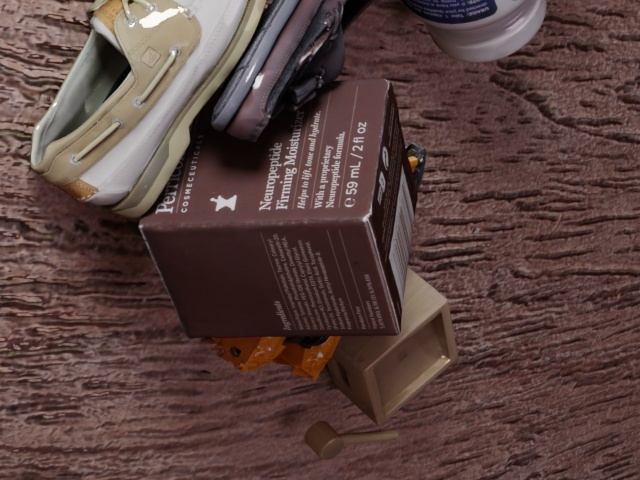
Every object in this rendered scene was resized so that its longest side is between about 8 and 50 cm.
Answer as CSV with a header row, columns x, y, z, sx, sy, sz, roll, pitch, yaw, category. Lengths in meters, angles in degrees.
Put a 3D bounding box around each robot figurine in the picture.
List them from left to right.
x,y,z,sx,sy,sz,roll,pitch,yaw,category
0.000,0.000,1.679,0.211,0.085,0.291,14,103,-57,robot figurine

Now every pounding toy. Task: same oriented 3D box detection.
x,y,z,sx,sy,sz,roll,pitch,yaw,category
0.049,0.153,1.863,0.206,0.094,0.181,-39,147,-16,pounding toy

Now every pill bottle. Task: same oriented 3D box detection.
x,y,z,sx,sy,sz,roll,pitch,yaw,category
0.130,-0.296,1.571,0.153,0.153,0.264,-52,146,-14,pill bottle

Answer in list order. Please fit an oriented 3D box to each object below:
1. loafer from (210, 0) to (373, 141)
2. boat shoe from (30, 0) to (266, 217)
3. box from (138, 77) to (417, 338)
x,y,z,sx,sy,sz,roll,pitch,yaw,category
-0.002,-0.185,1.416,0.109,0.095,0.302,-49,-167,45,loafer
-0.135,-0.164,1.333,0.103,0.113,0.302,19,102,-35,boat shoe
-0.030,-0.026,1.460,0.167,0.203,0.168,73,20,-49,box
